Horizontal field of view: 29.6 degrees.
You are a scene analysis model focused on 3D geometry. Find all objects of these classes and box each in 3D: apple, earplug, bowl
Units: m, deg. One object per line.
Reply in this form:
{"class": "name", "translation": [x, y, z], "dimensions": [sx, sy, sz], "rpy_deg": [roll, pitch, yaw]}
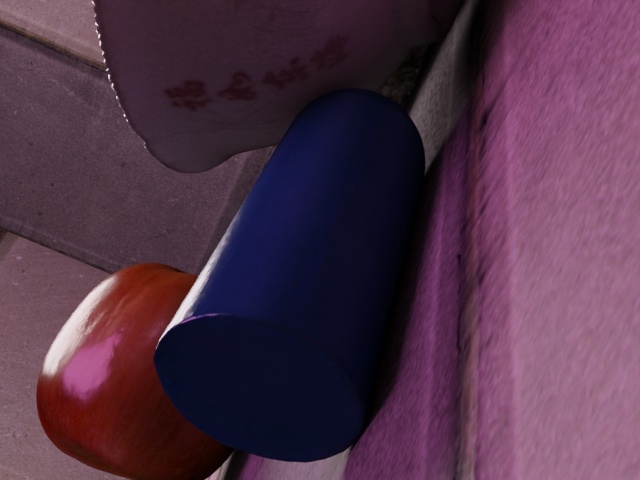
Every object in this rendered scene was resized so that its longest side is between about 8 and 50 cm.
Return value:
{"class": "apple", "translation": [-0.175, 0.137, 1.303], "dimensions": [0.242, 0.242, 0.241], "rpy_deg": [131, 163, -71]}
{"class": "earplug", "translation": [0.000, 0.000, 0.813], "dimensions": [0.132, 0.132, 0.273], "rpy_deg": [-61, 5, 47]}
{"class": "bowl", "translation": [0.008, -0.252, 0.929], "dimensions": [0.435, 0.196, 0.435], "rpy_deg": [9, -90, -73]}

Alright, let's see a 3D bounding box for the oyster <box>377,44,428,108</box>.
{"class": "oyster", "translation": [0.082, -0.248, 1.168], "dimensions": [0.267, 0.112, 0.198], "rpy_deg": [-57, 29, 15]}
